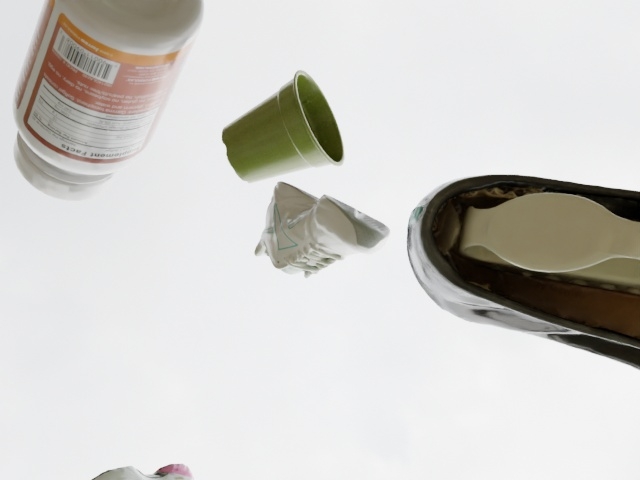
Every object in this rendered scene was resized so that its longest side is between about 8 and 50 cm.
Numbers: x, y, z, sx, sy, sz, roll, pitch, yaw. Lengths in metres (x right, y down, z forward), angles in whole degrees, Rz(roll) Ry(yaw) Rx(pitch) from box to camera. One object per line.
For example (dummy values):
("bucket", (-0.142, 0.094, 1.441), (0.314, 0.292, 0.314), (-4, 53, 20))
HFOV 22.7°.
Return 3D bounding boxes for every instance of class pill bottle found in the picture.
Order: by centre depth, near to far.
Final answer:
("pill bottle", (-0.181, -0.132, 1.292), (0.216, 0.121, 0.121), (-58, -139, 47))

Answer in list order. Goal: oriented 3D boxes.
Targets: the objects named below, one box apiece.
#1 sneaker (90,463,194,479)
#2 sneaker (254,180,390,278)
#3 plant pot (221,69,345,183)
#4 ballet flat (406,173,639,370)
("sneaker", (-0.150, 0.235, 1.327), (0.072, 0.178, 0.077), (-45, -114, 28))
("sneaker", (0.000, 0.000, 1.104), (0.061, 0.053, 0.152), (-64, -157, -4))
("plant pot", (-0.034, -0.083, 1.282), (0.079, 0.083, 0.083), (-23, -121, 19))
("ballet flat", (0.169, 0.023, 0.714), (0.280, 0.096, 0.095), (8, -101, 16))
